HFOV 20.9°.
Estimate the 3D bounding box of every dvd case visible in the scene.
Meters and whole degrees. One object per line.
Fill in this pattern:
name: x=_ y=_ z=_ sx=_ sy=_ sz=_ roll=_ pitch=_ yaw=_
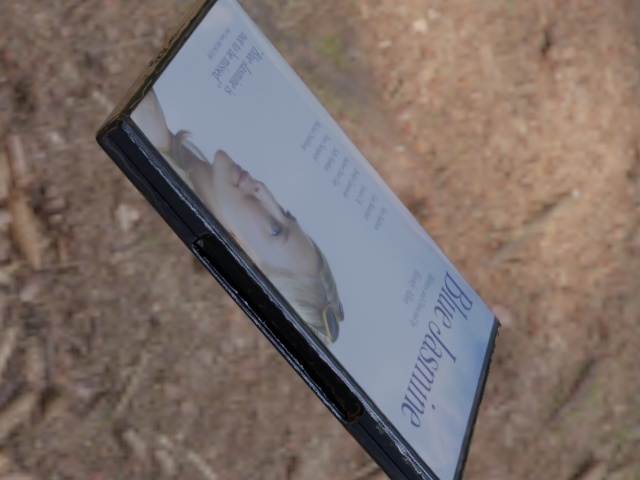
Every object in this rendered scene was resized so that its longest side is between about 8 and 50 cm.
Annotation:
dvd case: x=0.000 y=0.000 z=0.888 sx=0.253 sy=0.022 sz=0.180 roll=50 pitch=27 yaw=-15
